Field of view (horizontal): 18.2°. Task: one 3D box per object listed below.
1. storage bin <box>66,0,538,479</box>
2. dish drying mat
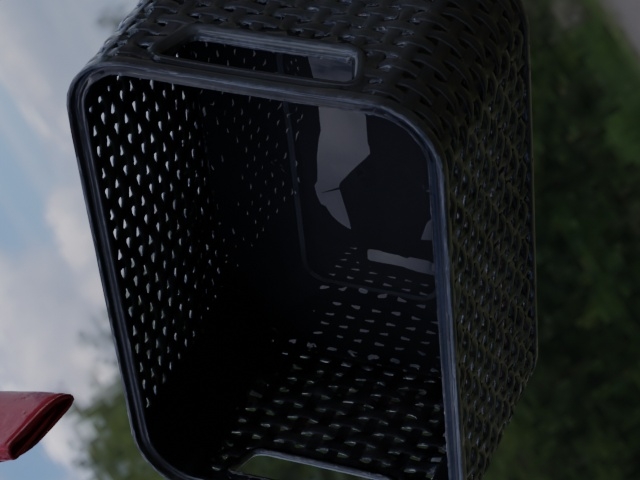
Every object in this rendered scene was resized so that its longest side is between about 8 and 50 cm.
[{"bbox_3d":[0.000,0.000,0.654,0.084,0.122,0.180,-57,-30,-46],"label":"storage bin"},{"bbox_3d":[-0.111,0.055,0.582,0.032,0.083,0.008,-50,-55,-44],"label":"dish drying mat"}]
